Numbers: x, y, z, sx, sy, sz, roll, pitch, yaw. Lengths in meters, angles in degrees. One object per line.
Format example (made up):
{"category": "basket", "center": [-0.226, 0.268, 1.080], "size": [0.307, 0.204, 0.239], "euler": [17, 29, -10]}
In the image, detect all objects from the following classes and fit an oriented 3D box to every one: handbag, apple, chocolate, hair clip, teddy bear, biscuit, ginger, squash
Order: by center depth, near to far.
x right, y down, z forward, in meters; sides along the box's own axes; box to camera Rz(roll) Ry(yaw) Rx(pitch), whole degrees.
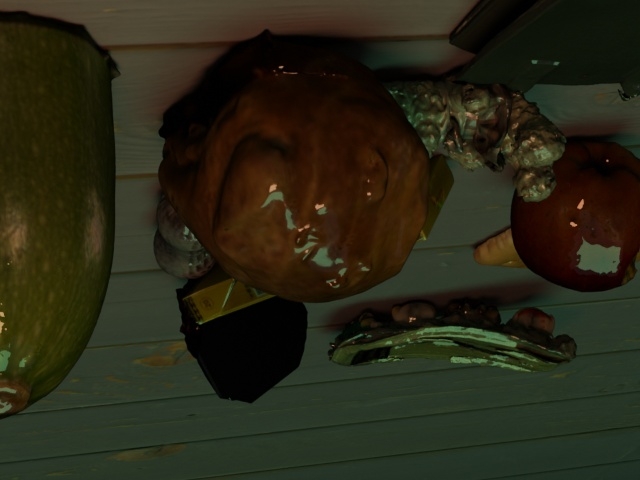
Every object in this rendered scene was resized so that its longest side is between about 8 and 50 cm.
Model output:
{"category": "squash", "center": [-0.295, 0.012, 1.595], "size": [0.310, 0.309, 0.310], "euler": [-11, 162, -4]}
{"category": "handbag", "center": [0.268, -0.201, 1.676], "size": [0.247, 0.079, 0.260], "euler": [-2, 161, -22]}
{"category": "ginger", "center": [-0.023, -0.043, 1.713], "size": [0.200, 0.223, 0.269], "euler": [10, 149, -28]}
{"category": "teddy bear", "center": [0.134, -0.122, 1.810], "size": [0.213, 0.111, 0.133], "euler": [16, 153, 2]}
{"category": "chocolate", "center": [-0.138, -0.008, 1.986], "size": [0.072, 0.072, 0.167], "euler": [-8, 161, -10]}
{"category": "apple", "center": [0.279, -0.031, 2.060], "size": [0.147, 0.156, 0.158], "euler": [-11, 132, -5]}
{"category": "chocolate", "center": [-0.106, 0.086, 2.189], "size": [0.156, 0.156, 0.133], "euler": [1, -162, -33]}
{"category": "biscuit", "center": [0.321, 0.005, 2.355], "size": [0.249, 0.030, 0.160], "euler": [7, 153, -43]}
{"category": "hair clip", "center": [0.174, 0.121, 2.517], "size": [0.321, 0.091, 0.138], "euler": [4, 166, -9]}

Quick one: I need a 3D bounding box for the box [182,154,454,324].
{"category": "box", "center": [0.001, 0.000, 2.013], "size": [0.279, 0.041, 0.153], "euler": [-21, -162, 24]}
